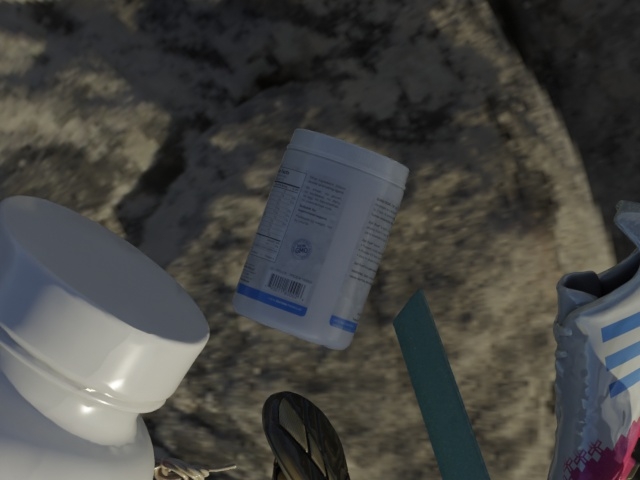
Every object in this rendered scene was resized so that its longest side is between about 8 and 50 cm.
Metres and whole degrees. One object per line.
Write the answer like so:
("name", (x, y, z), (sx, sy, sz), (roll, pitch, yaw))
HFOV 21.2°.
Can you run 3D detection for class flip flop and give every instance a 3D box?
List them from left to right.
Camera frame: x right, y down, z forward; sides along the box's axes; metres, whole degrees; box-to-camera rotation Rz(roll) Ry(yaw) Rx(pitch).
("flip flop", (-0.007, 0.277, 1.835), (0.080, 0.112, 0.277), (-12, 131, 18))

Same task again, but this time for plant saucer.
("plant saucer", (0.056, 0.099, 0.587), (0.018, 0.192, 0.067), (-18, 127, 3))

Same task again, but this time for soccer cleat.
("soccer cleat", (0.266, 0.111, 1.623), (0.143, 0.116, 0.331), (24, 109, -2))

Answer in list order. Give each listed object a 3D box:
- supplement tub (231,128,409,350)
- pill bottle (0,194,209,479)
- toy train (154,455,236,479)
("supplement tub", (0.000, 0.000, 0.933), (0.071, 0.071, 0.107), (21, 88, -14))
("pill bottle", (-0.122, 0.085, 0.562), (0.108, 0.108, 0.193), (33, 103, -11))
("toy train", (-0.223, 0.268, 1.803), (0.248, 0.143, 0.105), (-1, 113, 9))
